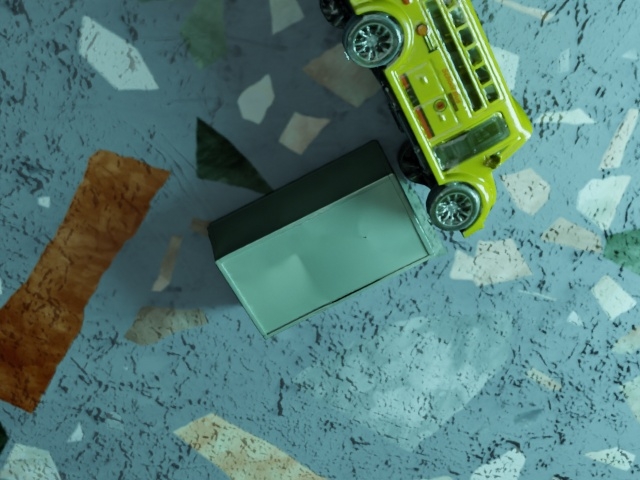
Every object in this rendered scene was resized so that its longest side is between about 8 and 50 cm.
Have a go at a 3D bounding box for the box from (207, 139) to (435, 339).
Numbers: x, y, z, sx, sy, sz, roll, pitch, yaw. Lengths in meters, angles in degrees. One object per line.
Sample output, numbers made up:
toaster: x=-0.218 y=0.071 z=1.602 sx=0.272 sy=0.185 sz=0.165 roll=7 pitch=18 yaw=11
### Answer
box: x=0.000 y=0.000 z=1.663 sx=0.225 sy=0.086 sz=0.129 roll=-27 pitch=123 yaw=5

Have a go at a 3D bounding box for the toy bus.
toy bus: x=0.124 y=-0.170 z=1.554 sx=0.152 sy=0.144 sz=0.330 roll=-28 pitch=120 yaw=3
